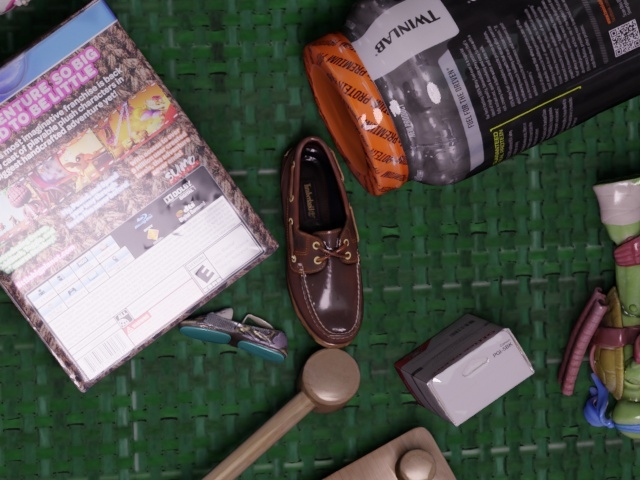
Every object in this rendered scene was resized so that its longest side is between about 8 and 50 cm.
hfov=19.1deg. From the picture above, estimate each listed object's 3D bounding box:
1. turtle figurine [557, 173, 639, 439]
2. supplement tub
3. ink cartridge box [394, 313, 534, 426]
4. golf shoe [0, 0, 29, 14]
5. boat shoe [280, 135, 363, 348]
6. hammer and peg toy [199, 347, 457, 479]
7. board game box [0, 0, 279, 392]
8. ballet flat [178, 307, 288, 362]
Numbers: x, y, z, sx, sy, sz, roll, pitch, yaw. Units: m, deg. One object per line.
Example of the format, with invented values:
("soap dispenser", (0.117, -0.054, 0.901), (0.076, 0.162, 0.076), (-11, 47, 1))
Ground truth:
("turtle figurine", (0.371, 0.059, 1.917), (0.198, 0.274, 0.266), (-13, 93, -45))
("supplement tub", (0.168, -0.186, 1.849), (0.338, 0.207, 0.207), (-26, 98, -10))
("ink cartridge box", (0.142, 0.128, 1.900), (0.099, 0.135, 0.056), (-34, 100, -7))
("golf shoe", (-0.337, -0.253, 1.791), (0.140, 0.115, 0.306), (43, 84, -8))
("boat shoe", (0.000, 0.000, 1.861), (0.073, 0.073, 0.207), (-10, 75, -16))
("hammer and peg toy", (0.023, 0.307, 1.884), (0.266, 0.127, 0.361), (-29, 82, -8))
("board game box", (-0.223, -0.045, 1.810), (0.232, 0.141, 0.291), (-36, 100, -7))
("ballet flat", (-0.085, 0.089, 1.905), (0.114, 0.041, 0.041), (18, 90, -12))
